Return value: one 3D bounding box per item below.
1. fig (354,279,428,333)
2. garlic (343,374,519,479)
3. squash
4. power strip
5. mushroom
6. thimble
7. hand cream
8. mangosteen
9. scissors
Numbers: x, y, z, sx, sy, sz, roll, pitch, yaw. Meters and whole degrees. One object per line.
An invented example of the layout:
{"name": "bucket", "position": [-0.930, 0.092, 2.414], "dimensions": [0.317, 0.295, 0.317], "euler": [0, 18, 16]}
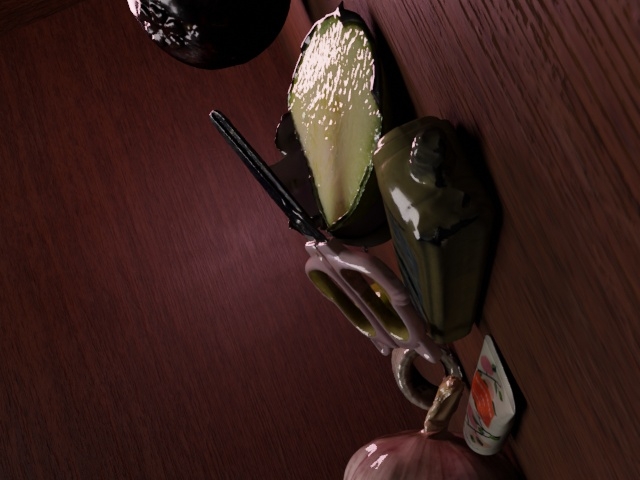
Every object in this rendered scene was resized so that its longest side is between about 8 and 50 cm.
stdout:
{"name": "fig", "position": [0.136, 0.134, 1.260], "dimensions": [0.153, 0.120, 0.136], "euler": [22, 134, 58]}
{"name": "garlic", "position": [0.152, 0.291, 0.911], "dimensions": [0.245, 0.244, 0.253], "euler": [-108, 20, -75]}
{"name": "squash", "position": [0.045, -0.127, 0.670], "dimensions": [0.184, 0.085, 0.192], "euler": [123, 135, -53]}
{"name": "power strip", "position": [0.094, 0.008, 0.577], "dimensions": [0.387, 0.066, 0.092], "euler": [66, 180, -67]}
{"name": "mushroom", "position": [0.032, -0.065, 0.763], "dimensions": [0.117, 0.141, 0.188], "euler": [33, -156, -54]}
{"name": "thimble", "position": [0.167, 0.204, 1.076], "dimensions": [0.115, 0.102, 0.090], "euler": [38, -177, -3]}
{"name": "hand cream", "position": [0.183, 0.182, 0.736], "dimensions": [0.234, 0.050, 0.080], "euler": [76, 179, -57]}
{"name": "mangosteen", "position": [-0.175, -0.435, 1.130], "dimensions": [0.297, 0.293, 0.297], "euler": [43, 155, 27]}
{"name": "scissors", "position": [0.000, 0.000, 0.667], "dimensions": [0.318, 0.024, 0.160], "euler": [51, 157, -16]}
